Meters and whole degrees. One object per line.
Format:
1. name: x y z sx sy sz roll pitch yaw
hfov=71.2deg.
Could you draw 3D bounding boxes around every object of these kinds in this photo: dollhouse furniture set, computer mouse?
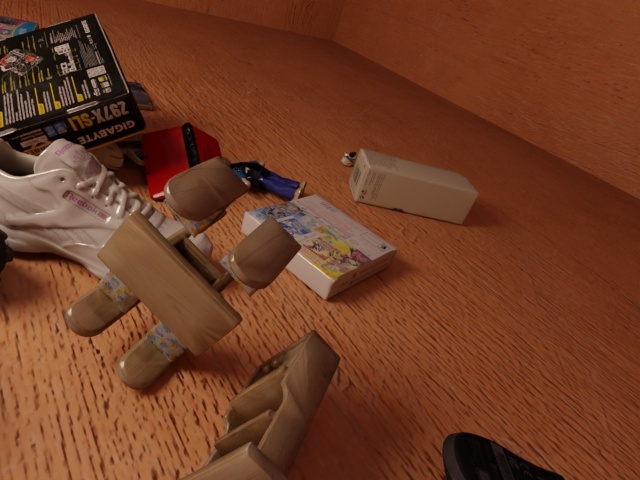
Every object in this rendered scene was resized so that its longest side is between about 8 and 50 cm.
1. dollhouse furniture set: -0.116 0.091 0.408 0.242 0.212 0.161 48 30 -5
2. computer mouse: 0.224 0.296 0.416 0.262 0.060 0.184 24 25 -15

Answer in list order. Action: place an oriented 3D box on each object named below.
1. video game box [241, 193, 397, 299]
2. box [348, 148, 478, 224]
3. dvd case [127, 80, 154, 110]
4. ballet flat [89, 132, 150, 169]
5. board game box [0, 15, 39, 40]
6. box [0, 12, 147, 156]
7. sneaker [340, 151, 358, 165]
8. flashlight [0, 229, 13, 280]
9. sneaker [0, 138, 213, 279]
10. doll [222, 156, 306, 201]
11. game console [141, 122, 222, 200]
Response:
1. video game box: 0.000 0.000 0.772 0.205 0.048 0.187 37 33 27
2. box: 0.213 -0.125 1.046 0.276 0.094 0.113 12 32 -12
3. dvd case: -0.537 -0.365 1.086 0.222 0.018 0.164 -4 38 -33
4. ballet flat: -0.355 -0.163 0.815 0.206 0.073 0.067 -16 54 -41
5. board game box: -0.812 -0.448 0.989 0.304 0.097 0.224 3 34 -27
6. box: -0.462 -0.253 0.751 0.257 0.079 0.322 -26 54 -12
7. sneaker: 0.093 -0.215 1.179 0.083 0.036 0.032 -7 38 -40
8. flashlight: -0.499 -0.040 0.515 0.304 0.103 0.103 29 8 8
9. sneaker: -0.287 -0.037 0.569 0.306 0.152 0.114 15 29 -10
10. doll: -0.127 -0.127 0.905 0.189 0.046 0.129 21 30 2
11. game console: -0.246 -0.134 0.826 0.124 0.085 0.143 23 46 -59
